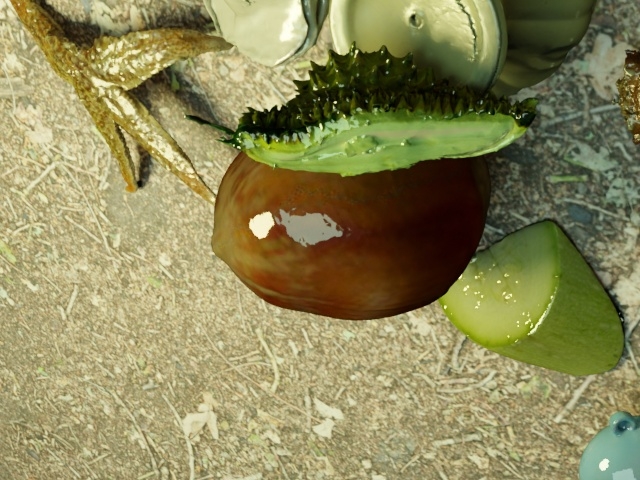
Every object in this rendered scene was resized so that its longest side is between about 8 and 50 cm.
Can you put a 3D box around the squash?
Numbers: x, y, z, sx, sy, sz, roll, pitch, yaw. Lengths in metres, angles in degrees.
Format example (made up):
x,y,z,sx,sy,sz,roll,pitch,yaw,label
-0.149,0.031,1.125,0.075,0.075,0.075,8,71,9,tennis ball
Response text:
x,y,z,sx,sy,sz,roll,pitch,yaw,label
0.314,0.104,1.547,0.237,0.155,0.204,-33,62,44,squash

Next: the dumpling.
x,y,z,sx,sy,sz,roll,pitch,yaw,label
-0.086,-0.405,1.278,0.260,0.181,0.341,25,146,46,dumpling

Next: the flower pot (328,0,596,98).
x,y,z,sx,sy,sz,roll,pitch,yaw,label
0.151,-0.285,1.235,0.307,0.244,0.308,17,126,24,flower pot

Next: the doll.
x,y,z,sx,sy,sz,roll,pitch,yaw,label
0.472,0.358,1.535,0.177,0.141,0.314,-22,121,8,doll

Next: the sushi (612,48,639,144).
x,y,z,sx,sy,sz,roll,pitch,yaw,label
0.385,-0.172,1.289,0.060,0.061,0.118,6,103,40,sushi

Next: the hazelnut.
x,y,z,sx,sy,sz,roll,pitch,yaw,label
0.046,-0.044,1.400,0.365,0.366,0.366,17,128,23,hazelnut

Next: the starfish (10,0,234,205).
x,y,z,sx,sy,sz,roll,pitch,yaw,label
-0.305,-0.236,1.659,0.398,0.132,0.384,-2,123,38,starfish

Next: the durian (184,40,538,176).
x,y,z,sx,sy,sz,roll,pitch,yaw,label
0.045,-0.136,1.156,0.374,0.107,0.132,-2,132,10,durian
